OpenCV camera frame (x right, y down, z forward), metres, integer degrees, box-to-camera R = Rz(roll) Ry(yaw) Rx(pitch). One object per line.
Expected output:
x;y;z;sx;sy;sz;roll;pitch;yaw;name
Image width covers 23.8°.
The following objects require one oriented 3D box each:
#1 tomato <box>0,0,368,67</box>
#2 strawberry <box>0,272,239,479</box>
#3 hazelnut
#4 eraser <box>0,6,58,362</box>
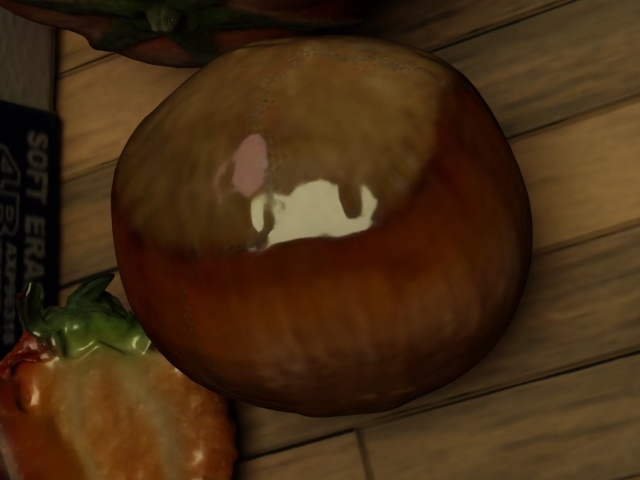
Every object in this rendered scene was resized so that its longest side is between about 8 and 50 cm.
-0.070;-0.218;0.755;0.265;0.265;0.264;-2;84;21;tomato
-0.116;0.112;0.829;0.192;0.085;0.140;45;72;-14;strawberry
0.000;0.000;0.750;0.214;0.176;0.214;15;132;18;hazelnut
-0.216;-0.008;0.861;0.086;0.130;0.287;-2;85;25;eraser
